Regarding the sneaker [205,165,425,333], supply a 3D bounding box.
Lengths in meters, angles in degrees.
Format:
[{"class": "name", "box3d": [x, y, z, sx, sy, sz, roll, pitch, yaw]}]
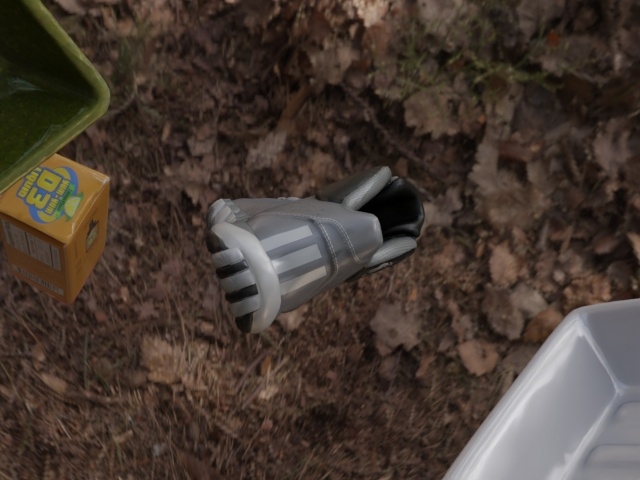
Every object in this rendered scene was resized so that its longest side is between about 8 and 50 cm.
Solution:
[{"class": "sneaker", "box3d": [0.000, 0.000, 0.653, 0.132, 0.228, 0.086, -21, 99, -3]}]

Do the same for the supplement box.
[{"class": "supplement box", "box3d": [-0.257, -0.009, 0.990, 0.080, 0.233, 0.078, 29, 69, -5]}]

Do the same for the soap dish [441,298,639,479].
[{"class": "soap dish", "box3d": [0.238, 0.157, 0.752, 0.291, 0.229, 0.118, -42, 112, -41]}]

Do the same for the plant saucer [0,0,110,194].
[{"class": "plant saucer", "box3d": [-0.202, -0.064, 0.354, 0.188, 0.188, 0.045, -39, 41, -4]}]
